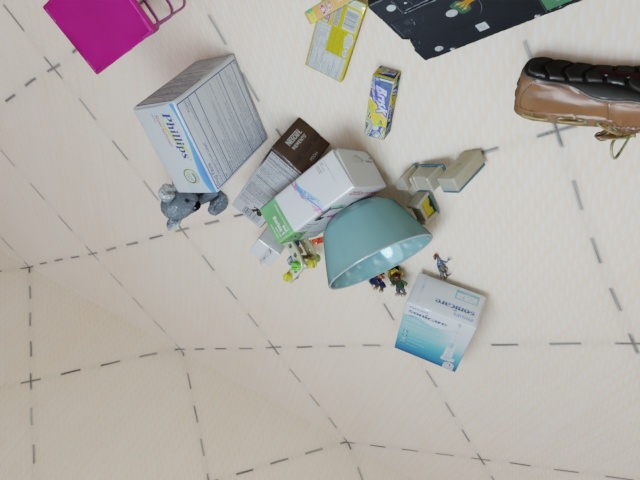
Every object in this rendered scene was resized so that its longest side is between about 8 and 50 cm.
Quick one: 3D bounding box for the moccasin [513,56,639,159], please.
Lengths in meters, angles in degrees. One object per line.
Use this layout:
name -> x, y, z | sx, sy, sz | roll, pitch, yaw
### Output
moccasin -> 0.577, -0.255, 1.041 | 0.380, 0.139, 0.147 | 13, 142, 19

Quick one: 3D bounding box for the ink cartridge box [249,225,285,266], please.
ink cartridge box -> -0.164, 0.008, 1.768 | 0.090, 0.143, 0.092 | 38, 139, -5

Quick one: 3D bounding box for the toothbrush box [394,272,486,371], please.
toothbrush box -> 0.369, 0.263, 1.668 | 0.216, 0.126, 0.295 | 20, 145, 15

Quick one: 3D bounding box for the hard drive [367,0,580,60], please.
hard drive -> 0.289, -0.466, 0.977 | 0.339, 0.064, 0.237 | -10, 164, 38

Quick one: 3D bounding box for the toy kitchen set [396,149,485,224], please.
toy kitchen set -> 0.325, -0.130, 1.369 | 0.207, 0.122, 0.166 | 11, 139, 53

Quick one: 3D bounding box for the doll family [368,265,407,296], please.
doll family -> 0.198, 0.106, 1.687 | 0.193, 0.076, 0.111 | 7, 138, 31

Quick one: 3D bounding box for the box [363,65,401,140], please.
box -> 0.150, -0.335, 1.300 | 0.059, 0.054, 0.169 | 21, 137, 14

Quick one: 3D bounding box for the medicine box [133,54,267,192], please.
medicine box -> -0.311, -0.315, 1.435 | 0.149, 0.289, 0.263 | 3, 130, 31

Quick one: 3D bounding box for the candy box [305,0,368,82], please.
candy box -> 0.035, -0.485, 1.249 | 0.105, 0.027, 0.206 | 30, 139, 7

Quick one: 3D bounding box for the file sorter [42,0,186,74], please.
file sorter -> -0.523, -0.608, 1.370 | 0.290, 0.182, 0.202 | -11, 124, 41

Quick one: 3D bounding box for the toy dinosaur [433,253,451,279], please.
toy dinosaur -> 0.356, 0.079, 1.585 | 0.082, 0.047, 0.090 | 56, 149, 2

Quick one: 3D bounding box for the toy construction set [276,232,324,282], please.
toy construction set -> 0.000, 0.000, 1.644 | 0.327, 0.151, 0.215 | -15, 90, 28

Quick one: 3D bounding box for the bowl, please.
bowl -> 0.130, -0.007, 1.437 | 0.311, 0.311, 0.163 | -42, 68, 49

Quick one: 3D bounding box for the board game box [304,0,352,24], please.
board game box -> 0.097, -0.524, 1.074 | 0.259, 0.124, 0.039 | -19, 113, 35

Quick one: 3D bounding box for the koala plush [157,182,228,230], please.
koala plush -> -0.447, -0.145, 1.742 | 0.203, 0.221, 0.196 | 20, 138, 15

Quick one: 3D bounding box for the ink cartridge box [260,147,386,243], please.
ink cartridge box -> 0.010, -0.117, 1.420 | 0.278, 0.201, 0.117 | -35, 78, 29

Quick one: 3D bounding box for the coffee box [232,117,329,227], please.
coffee box -> -0.119, -0.190, 1.529 | 0.119, 0.168, 0.297 | 40, 138, -6
